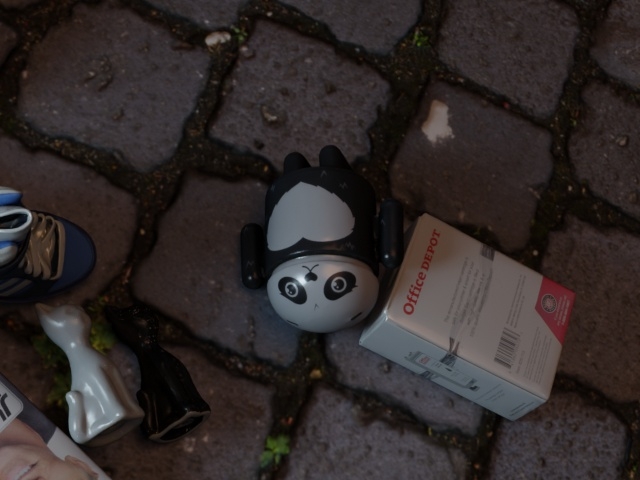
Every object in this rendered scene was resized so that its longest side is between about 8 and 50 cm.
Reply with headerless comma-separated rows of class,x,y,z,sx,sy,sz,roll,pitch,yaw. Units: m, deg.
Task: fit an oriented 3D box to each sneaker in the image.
sneaker,-0.392,0.006,1.588,0.323,0.236,0.130,7,79,-39

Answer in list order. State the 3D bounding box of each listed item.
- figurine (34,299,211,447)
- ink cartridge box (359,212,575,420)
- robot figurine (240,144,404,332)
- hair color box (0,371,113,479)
figurine,-0.274,0.166,1.650,0.215,0.092,0.209,8,48,-54
ink cartridge box,0.228,0.118,1.890,0.283,0.117,0.207,27,58,-8
robot figurine,0.001,-0.001,1.825,0.174,0.209,0.278,15,59,-29
hair color box,-0.395,0.300,1.526,0.347,0.105,0.174,45,54,-5
